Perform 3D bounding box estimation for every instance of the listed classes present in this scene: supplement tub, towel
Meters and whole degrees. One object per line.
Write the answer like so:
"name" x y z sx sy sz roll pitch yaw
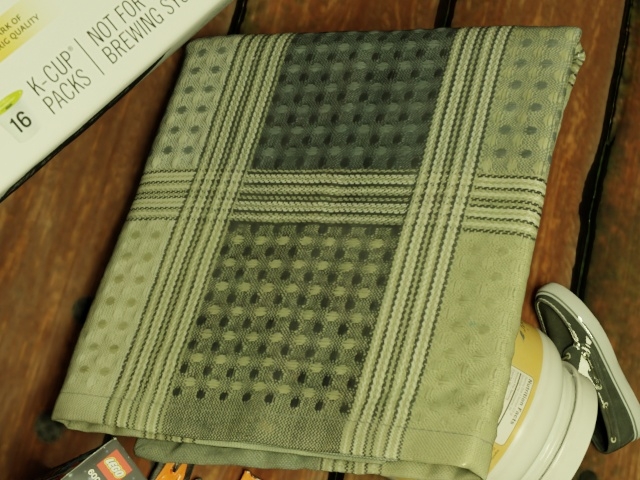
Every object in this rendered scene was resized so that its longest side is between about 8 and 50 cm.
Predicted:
"supplement tub" 0.077 0.100 0.982 0.199 0.144 0.144 31 65 -14
"towel" 0.000 0.000 0.913 0.056 0.312 0.324 52 48 -50

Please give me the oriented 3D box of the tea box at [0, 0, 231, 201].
"tea box" -0.203 -0.205 0.743 0.323 0.220 0.329 49 57 -9

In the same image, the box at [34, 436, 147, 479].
"box" -0.094 0.234 0.858 0.044 0.159 0.233 -38 92 -28

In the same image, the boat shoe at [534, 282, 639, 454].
"boat shoe" 0.204 0.100 1.095 0.040 0.049 0.142 -32 92 -28

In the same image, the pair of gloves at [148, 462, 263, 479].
"pair of gloves" -0.081 0.181 0.963 0.083 0.010 0.074 32 64 -16
